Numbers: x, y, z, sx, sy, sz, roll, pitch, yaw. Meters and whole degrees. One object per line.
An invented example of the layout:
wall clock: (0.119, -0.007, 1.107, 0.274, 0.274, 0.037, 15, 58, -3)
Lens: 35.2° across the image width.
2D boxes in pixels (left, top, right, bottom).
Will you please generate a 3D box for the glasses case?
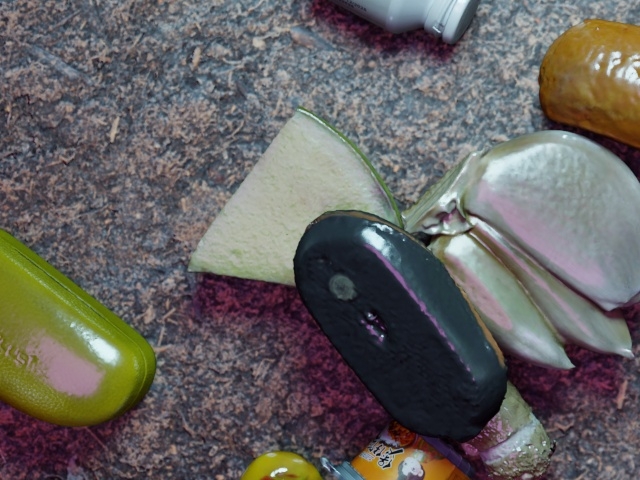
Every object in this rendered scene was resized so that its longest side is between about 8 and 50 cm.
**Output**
glasses case: (-0.419, 0.130, 1.428, 0.371, 0.141, 0.173, 36, 98, 10)

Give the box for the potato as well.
potato: (0.000, 0.000, 1.352, 0.255, 0.112, 0.269, 37, 101, 3)

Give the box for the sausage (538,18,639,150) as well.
sausage: (0.392, -0.180, 1.227, 0.268, 0.153, 0.141, 25, 100, 28)

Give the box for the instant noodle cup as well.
instant noodle cup: (0.118, 0.305, 1.305, 0.208, 0.177, 0.125, 42, 85, -21)

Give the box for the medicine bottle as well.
medicine bottle: (0.099, -0.343, 1.309, 0.215, 0.135, 0.135, 29, 97, 10)

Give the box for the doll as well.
doll: (0.207, 0.223, 1.308, 0.221, 0.105, 0.115, 43, 125, 14)

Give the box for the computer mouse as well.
computer mouse: (0.100, 0.096, 1.225, 0.323, 0.116, 0.183, 53, 133, 0)

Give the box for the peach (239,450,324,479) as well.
peach: (-0.056, 0.357, 1.359, 0.138, 0.138, 0.138, 0, 91, 13)

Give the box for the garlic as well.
garlic: (0.278, 0.000, 1.268, 0.325, 0.132, 0.279, 35, 96, -1)
